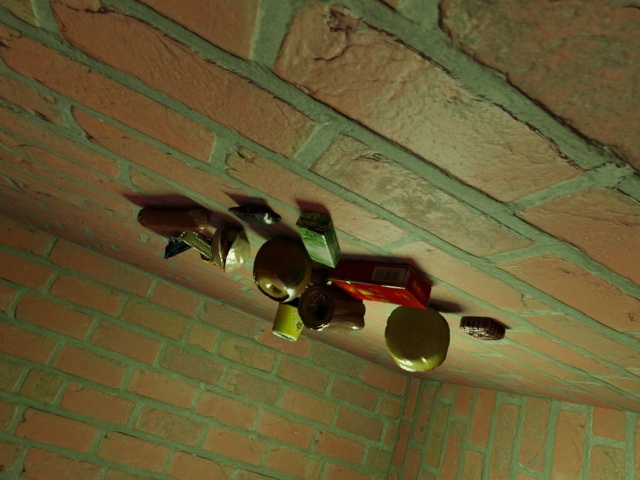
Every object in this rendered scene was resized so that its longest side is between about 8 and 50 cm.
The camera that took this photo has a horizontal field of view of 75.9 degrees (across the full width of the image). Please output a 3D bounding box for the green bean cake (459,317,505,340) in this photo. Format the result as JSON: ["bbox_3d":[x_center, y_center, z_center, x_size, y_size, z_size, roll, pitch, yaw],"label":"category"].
[{"bbox_3d":[0.631,0.348,1.606,0.135,0.057,0.135,29,160,-24],"label":"green bean cake"}]

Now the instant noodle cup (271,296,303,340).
[{"bbox_3d":[-0.166,0.426,2.300,0.215,0.236,0.216,19,158,8],"label":"instant noodle cup"}]

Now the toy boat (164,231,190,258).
[{"bbox_3d":[-0.669,0.015,1.914,0.298,0.134,0.092,-15,104,61],"label":"toy boat"}]

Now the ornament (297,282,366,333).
[{"bbox_3d":[0.044,0.263,1.620,0.235,0.222,0.217,30,-173,36],"label":"ornament"}]

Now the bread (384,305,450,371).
[{"bbox_3d":[0.382,0.380,1.637,0.269,0.270,0.148,7,156,31],"label":"bread"}]

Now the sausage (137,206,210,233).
[{"bbox_3d":[-0.572,-0.080,1.567,0.418,0.095,0.094,4,-162,37],"label":"sausage"}]

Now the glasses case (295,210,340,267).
[{"bbox_3d":[0.000,0.000,1.280,0.095,0.062,0.272,20,161,16],"label":"glasses case"}]

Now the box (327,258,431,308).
[{"bbox_3d":[0.205,0.152,1.448,0.313,0.089,0.197,3,156,40],"label":"box"}]

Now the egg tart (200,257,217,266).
[{"bbox_3d":[-0.558,0.099,2.095,0.104,0.039,0.105,18,160,6],"label":"egg tart"}]

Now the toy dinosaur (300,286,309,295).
[{"bbox_3d":[-0.105,0.237,1.976,0.294,0.077,0.162,32,157,-33],"label":"toy dinosaur"}]

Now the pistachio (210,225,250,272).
[{"bbox_3d":[-0.344,0.031,1.555,0.157,0.158,0.230,19,148,2],"label":"pistachio"}]

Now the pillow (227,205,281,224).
[{"bbox_3d":[-0.205,-0.078,1.285,0.149,0.048,0.090,7,154,25],"label":"pillow"}]

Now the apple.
[{"bbox_3d":[-0.135,0.109,1.477,0.236,0.208,0.237,16,158,7],"label":"apple"}]

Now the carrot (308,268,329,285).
[{"bbox_3d":[-0.056,0.151,1.741,0.069,0.069,0.335,32,162,-31],"label":"carrot"}]

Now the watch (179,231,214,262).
[{"bbox_3d":[-0.506,0.005,1.690,0.164,0.102,0.268,33,170,34],"label":"watch"}]
